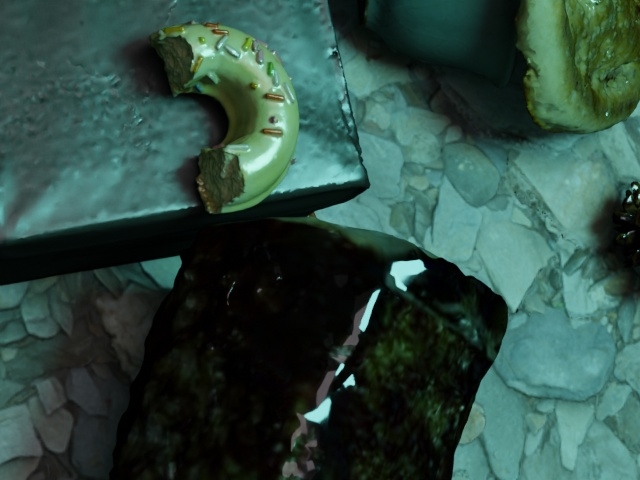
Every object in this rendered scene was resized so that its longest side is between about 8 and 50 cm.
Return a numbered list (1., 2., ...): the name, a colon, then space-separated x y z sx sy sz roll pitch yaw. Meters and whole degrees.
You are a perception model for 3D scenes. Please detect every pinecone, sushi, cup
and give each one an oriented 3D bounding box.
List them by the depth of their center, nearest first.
1. sushi: -0.019 0.148 1.453 0.281 0.299 0.294 24 73 -31
2. cup: 0.115 -0.252 1.679 0.150 0.199 0.199 0 78 -4
3. pinecone: 0.366 -0.010 1.744 0.121 0.140 0.140 20 67 19

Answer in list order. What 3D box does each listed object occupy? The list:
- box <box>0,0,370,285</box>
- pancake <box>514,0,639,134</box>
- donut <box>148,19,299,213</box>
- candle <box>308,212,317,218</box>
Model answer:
1. box: -0.169 -0.117 1.498 0.345 0.204 0.251 -9 82 -24
2. pancake: 0.292 -0.265 1.683 0.356 0.065 0.356 -26 123 -49
3. donut: -0.067 -0.112 1.390 0.108 0.065 0.166 -18 86 -26
4. candle: -0.001 0.001 1.645 0.026 0.021 0.167 -32 91 -46
